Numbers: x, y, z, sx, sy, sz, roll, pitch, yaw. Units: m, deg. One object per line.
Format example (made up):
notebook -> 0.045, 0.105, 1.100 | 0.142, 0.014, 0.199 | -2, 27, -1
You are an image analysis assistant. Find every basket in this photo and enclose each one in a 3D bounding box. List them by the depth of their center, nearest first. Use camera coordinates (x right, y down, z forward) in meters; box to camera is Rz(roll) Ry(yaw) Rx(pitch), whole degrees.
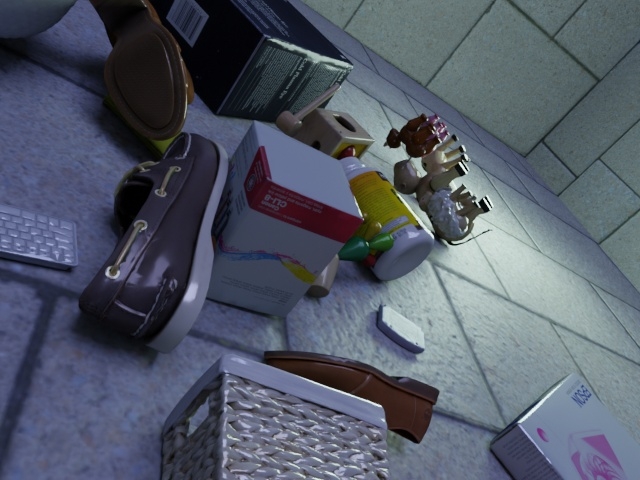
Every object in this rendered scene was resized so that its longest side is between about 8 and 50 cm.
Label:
basket -> -0.034, 0.183, 0.431 | 0.167, 0.113, 0.103 | 25, 32, -25

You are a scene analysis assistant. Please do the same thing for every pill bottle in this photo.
pill bottle -> 0.091, -0.044, 0.927 | 0.117, 0.117, 0.215 | 3, 44, -50

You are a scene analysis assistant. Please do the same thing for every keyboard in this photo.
keyboard -> -0.344, -0.027, 0.465 | 0.256, 0.014, 0.072 | 18, 34, -37

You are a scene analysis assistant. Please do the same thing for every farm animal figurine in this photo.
farm animal figurine -> 0.261, -0.131, 1.247 | 0.330, 0.172, 0.327 | 6, 54, -59

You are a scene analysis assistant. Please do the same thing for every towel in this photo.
towel -> -0.211, -0.130, 0.788 | 0.237, 0.021, 0.102 | 45, 22, 12

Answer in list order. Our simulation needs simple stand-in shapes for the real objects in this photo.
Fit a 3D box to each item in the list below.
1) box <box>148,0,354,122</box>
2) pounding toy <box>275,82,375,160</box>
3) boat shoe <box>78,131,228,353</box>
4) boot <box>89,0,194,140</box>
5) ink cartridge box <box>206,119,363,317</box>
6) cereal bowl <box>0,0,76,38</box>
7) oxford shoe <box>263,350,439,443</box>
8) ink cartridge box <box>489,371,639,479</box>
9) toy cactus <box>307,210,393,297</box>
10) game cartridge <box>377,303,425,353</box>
box -> -0.159, -0.420, 1.116 | 0.343, 0.179, 0.312 | 50, 29, 19
pounding toy -> 0.008, -0.178, 0.956 | 0.094, 0.181, 0.206 | 49, 28, 17
boat shoe -> -0.173, -0.031, 0.582 | 0.096, 0.116, 0.324 | 29, 34, -27
boot -> -0.247, -0.244, 0.809 | 0.283, 0.109, 0.220 | 59, -1, 12
ink cartridge box -> -0.061, -0.019, 0.635 | 0.127, 0.176, 0.128 | 20, 32, -30
cereal bowl -> -0.478, -0.367, 0.639 | 0.339, 0.141, 0.339 | 43, 16, -16
oxford shoe -> 0.033, 0.171, 0.589 | 0.212, 0.076, 0.076 | 22, 70, -13
ink cartridge box -> 0.432, 0.373, 0.785 | 0.324, 0.071, 0.330 | -2, 47, -54
toy cactus -> 0.000, 0.000, 0.787 | 0.219, 0.112, 0.180 | 27, 51, -21
game cartridge -> 0.121, 0.134, 0.809 | 0.083, 0.017, 0.056 | 35, 24, -10
